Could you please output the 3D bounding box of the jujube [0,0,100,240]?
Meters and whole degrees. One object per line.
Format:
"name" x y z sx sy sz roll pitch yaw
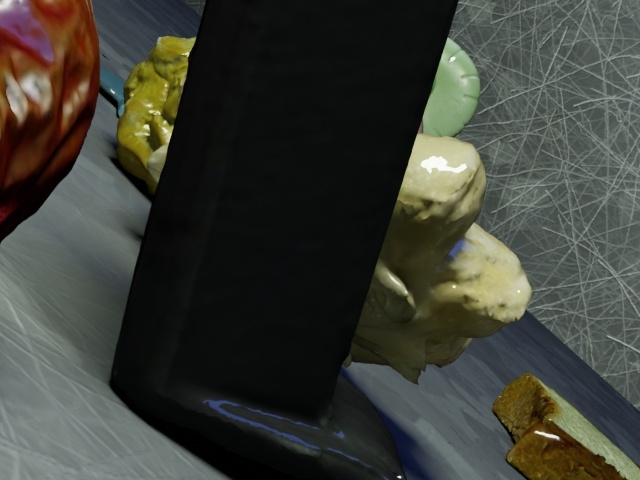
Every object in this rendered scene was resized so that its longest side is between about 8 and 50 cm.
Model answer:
"jujube" -0.174 -0.062 0.475 0.190 0.190 0.255 37 16 -26

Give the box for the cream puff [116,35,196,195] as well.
"cream puff" -0.113 -0.094 1.099 0.121 0.156 0.156 8 13 -7

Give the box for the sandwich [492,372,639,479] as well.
"sandwich" 0.268 0.229 1.334 0.186 0.065 0.215 40 7 -5

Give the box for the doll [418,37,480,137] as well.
"doll" 0.028 -0.114 1.443 0.268 0.284 0.216 14 11 -5

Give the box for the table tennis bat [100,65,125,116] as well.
"table tennis bat" -0.205 -0.149 1.356 0.100 0.019 0.155 38 7 -21

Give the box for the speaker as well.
"speaker" 0.010 -0.052 0.704 0.184 0.388 0.180 14 14 -8

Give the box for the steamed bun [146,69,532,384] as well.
"steamed bun" 0.000 0.000 0.904 0.292 0.137 0.295 -2 -52 52
